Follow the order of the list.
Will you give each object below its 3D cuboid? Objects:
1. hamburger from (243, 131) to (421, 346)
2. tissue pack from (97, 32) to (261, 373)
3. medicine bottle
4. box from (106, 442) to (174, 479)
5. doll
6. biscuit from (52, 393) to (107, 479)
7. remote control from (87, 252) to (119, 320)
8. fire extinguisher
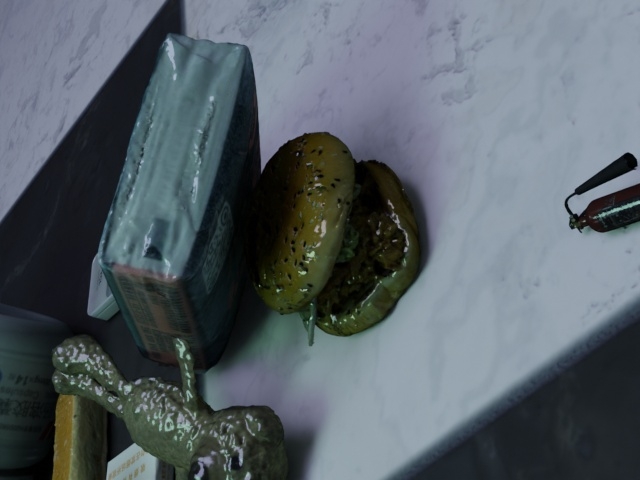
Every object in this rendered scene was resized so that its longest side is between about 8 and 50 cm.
[{"bbox_3d":[0.000,0.000,0.934,0.177,0.113,0.185,-9,62,53],"label":"hamburger"},{"bbox_3d":[-0.122,-0.019,1.009,0.315,0.103,0.228,96,-173,-69],"label":"tissue pack"},{"bbox_3d":[-0.468,0.232,1.366,0.245,0.245,0.306,10,85,58],"label":"medicine bottle"},{"bbox_3d":[-0.195,0.318,1.098,0.122,0.032,0.220,-38,41,40],"label":"box"},{"bbox_3d":[-0.147,0.162,0.988,0.286,0.091,0.202,50,122,24],"label":"doll"},{"bbox_3d":[-0.283,0.250,1.255,0.052,0.056,0.188,-42,38,32],"label":"biscuit"},{"bbox_3d":[-0.223,0.008,1.344,0.250,0.034,0.103,-37,42,39],"label":"remote control"},{"bbox_3d":[0.198,-0.030,0.717,0.100,0.046,0.032,-22,40,48],"label":"fire extinguisher"}]
